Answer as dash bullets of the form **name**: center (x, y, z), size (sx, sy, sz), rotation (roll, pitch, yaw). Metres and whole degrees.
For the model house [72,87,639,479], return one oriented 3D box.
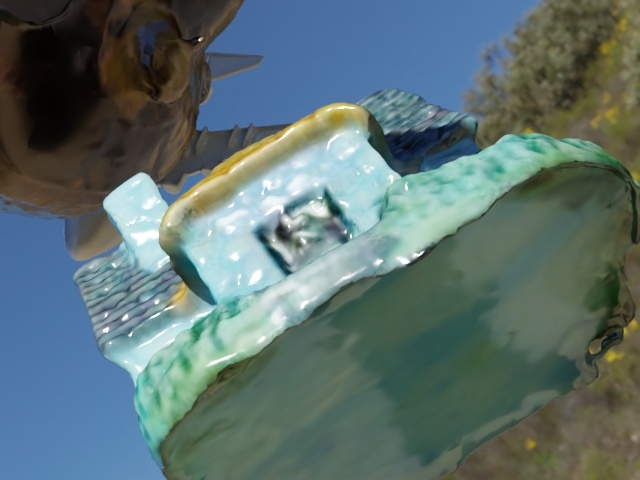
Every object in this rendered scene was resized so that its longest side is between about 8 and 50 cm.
- **model house**: center (0.000, 0.000, 0.708), size (0.261, 0.241, 0.226), rotation (-31, -37, -7)

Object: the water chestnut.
- **water chestnut**: center (-0.221, -0.184, 0.927), size (0.347, 0.335, 0.335), rotation (6, 20, 41)

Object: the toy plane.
- **toy plane**: center (-0.154, -0.090, 1.112), size (0.101, 0.251, 0.255), rotation (75, -146, -46)
